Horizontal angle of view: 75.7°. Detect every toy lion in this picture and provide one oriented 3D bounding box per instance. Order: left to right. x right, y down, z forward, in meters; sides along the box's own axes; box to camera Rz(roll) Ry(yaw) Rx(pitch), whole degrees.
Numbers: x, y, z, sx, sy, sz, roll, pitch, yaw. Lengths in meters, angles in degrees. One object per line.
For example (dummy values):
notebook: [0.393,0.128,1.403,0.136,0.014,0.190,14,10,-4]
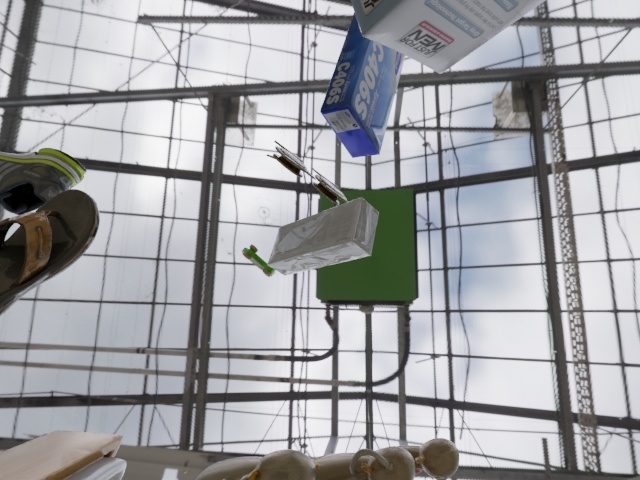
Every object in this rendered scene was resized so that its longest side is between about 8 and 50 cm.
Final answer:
toy lion: [-0.150,0.051,0.994,0.100,0.096,0.034,40,-105,4]

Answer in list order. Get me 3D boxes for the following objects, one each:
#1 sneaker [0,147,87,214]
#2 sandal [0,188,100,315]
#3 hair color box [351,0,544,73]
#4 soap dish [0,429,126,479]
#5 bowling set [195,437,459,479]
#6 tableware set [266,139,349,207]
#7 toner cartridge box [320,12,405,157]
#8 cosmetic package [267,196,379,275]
sneaker: [-0.649,-0.115,0.859,0.300,0.111,0.121,-5,-132,18]
sandal: [-0.337,0.011,0.450,0.090,0.060,0.219,26,-130,14]
hair color box: [0.220,-0.351,0.430,0.374,0.185,0.113,-27,-108,43]
soap dish: [-0.357,0.337,0.419,0.118,0.291,0.229,24,-96,9]
bowling set: [0.038,0.286,0.367,0.154,0.287,0.200,-39,-128,41]
tableware set: [-0.026,-0.129,0.869,0.194,0.128,0.039,33,-76,-28]
toner cartridge box: [0.112,-0.383,0.958,0.075,0.165,0.348,2,-116,32]
cosmetic package: [0.000,0.000,0.820,0.239,0.060,0.099,-16,-133,43]
